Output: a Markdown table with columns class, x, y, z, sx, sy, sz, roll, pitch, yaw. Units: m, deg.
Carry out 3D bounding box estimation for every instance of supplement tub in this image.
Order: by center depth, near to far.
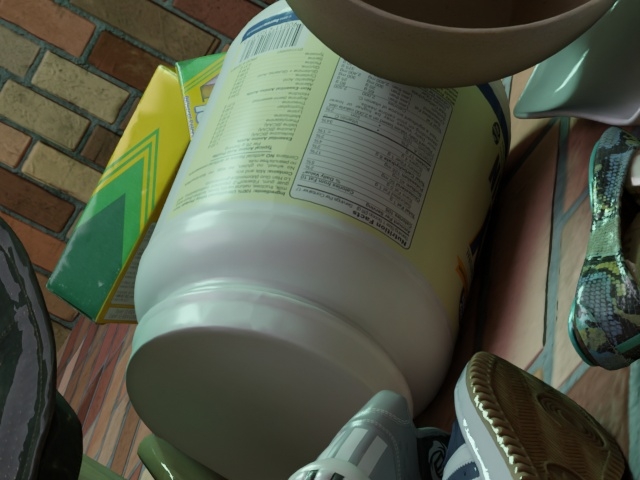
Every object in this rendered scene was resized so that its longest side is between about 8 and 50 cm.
| class | x | y | z | sx | sy | sz | roll | pitch | yaw |
| --- | --- | --- | --- | --- | --- | --- | --- | --- | --- |
| supplement tub | 0.000 | 0.000 | 1.427 | 0.235 | 0.235 | 0.325 | -49 | 17 | 51 |

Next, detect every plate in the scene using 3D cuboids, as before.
| class | x | y | z | sx | sy | sz | roll | pitch | yaw |
| --- | --- | --- | --- | --- | --- | --- | --- | --- | --- |
| plate | 0.241 | -0.194 | 1.280 | 0.278 | 0.045 | 0.277 | -63 | 10 | -1 |

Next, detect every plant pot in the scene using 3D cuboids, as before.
| class | x | y | z | sx | sy | sz | roll | pitch | yaw |
| --- | --- | --- | --- | --- | --- | --- | --- | --- | --- |
| plant pot | 0.081 | -0.215 | 1.321 | 0.191 | 0.284 | 0.284 | 102 | -171 | -65 |

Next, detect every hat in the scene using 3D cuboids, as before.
| class | x | y | z | sx | sy | sz | roll | pitch | yaw |
| --- | --- | --- | --- | --- | --- | --- | --- | --- | --- |
| hat | -0.248 | 0.134 | 1.342 | 0.331 | 0.134 | 0.331 | -18 | 63 | 40 |

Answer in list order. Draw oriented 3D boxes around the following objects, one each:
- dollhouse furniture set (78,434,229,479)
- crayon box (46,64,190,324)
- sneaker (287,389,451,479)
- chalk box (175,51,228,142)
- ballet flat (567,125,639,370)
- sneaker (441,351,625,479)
| class | x | y | z | sx | sy | sz | roll | pitch | yaw |
| --- | --- | --- | --- | --- | --- | --- | --- | --- | --- |
| dollhouse furniture set | -0.133 | 0.331 | 1.370 | 0.362 | 0.256 | 0.394 | -51 | 30 | 7 |
| crayon box | -0.146 | -0.065 | 2.096 | 0.323 | 0.083 | 0.203 | -61 | -24 | 10 |
| sneaker | 0.046 | 0.178 | 1.086 | 0.132 | 0.086 | 0.229 | -54 | -31 | -41 |
| chalk box | -0.021 | -0.113 | 1.892 | 0.132 | 0.213 | 0.132 | 81 | 177 | -66 |
| ballet flat | 0.184 | -0.003 | 1.082 | 0.070 | 0.070 | 0.188 | -52 | 17 | 43 |
| sneaker | 0.086 | 0.172 | 0.980 | 0.153 | 0.099 | 0.282 | -58 | 14 | 17 |
